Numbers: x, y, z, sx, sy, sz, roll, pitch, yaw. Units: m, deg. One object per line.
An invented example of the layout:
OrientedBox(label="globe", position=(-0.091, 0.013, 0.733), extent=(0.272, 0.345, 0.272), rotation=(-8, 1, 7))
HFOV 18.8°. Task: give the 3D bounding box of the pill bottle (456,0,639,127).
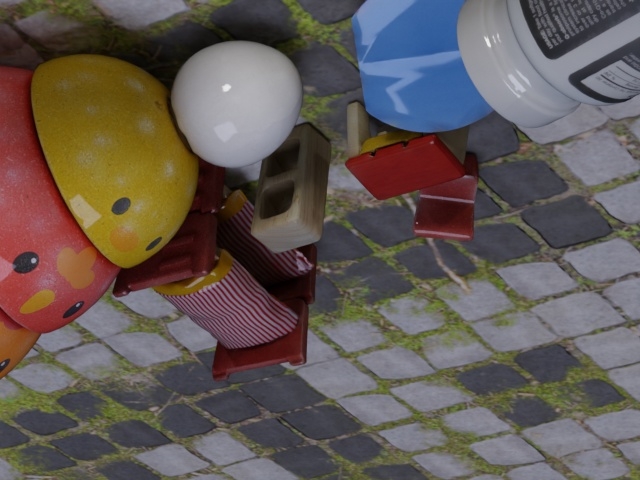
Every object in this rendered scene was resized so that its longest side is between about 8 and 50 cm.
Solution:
OrientedBox(label="pill bottle", position=(0.253, -0.205, 1.576), extent=(0.162, 0.162, 0.278), rotation=(29, 142, -31))

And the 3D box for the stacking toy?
OrientedBox(label="stacking toy", position=(-0.241, -0.066, 1.821), extent=(0.480, 0.350, 0.350), rotation=(-24, 139, 14))

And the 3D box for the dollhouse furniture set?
OrientedBox(label="dollhouse furniture set", position=(0.000, 0.000, 1.945), extent=(0.374, 0.152, 0.201), rotation=(-15, 141, 30))

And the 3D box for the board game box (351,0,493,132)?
OrientedBox(label="board game box", position=(0.099, -0.176, 1.756), extent=(0.133, 0.033, 0.169), rotation=(-8, 127, 4))
